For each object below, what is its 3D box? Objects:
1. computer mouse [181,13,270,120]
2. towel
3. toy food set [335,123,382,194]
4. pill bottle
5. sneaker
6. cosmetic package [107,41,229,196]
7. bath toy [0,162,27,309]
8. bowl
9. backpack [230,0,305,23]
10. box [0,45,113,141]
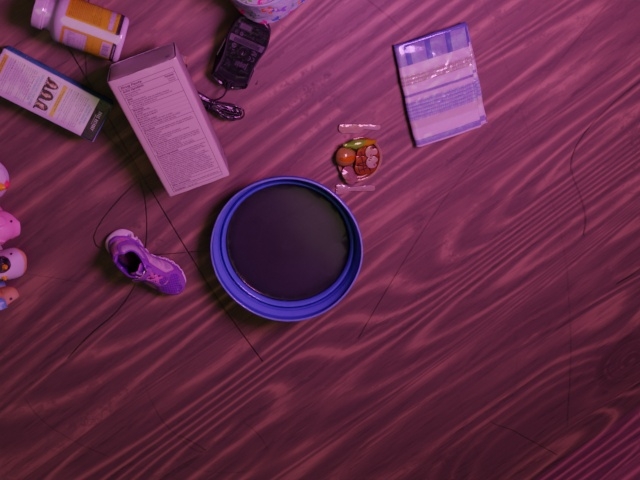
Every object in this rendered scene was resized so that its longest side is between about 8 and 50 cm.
[{"bbox_3d":[-0.235,-0.421,1.494,0.184,0.060,0.262,13,118,-21],"label":"computer mouse"},{"bbox_3d":[0.314,-0.400,1.668,0.209,0.034,0.284,-20,115,-4],"label":"towel"},{"bbox_3d":[0.103,-0.210,1.689,0.133,0.038,0.191,-5,115,-14],"label":"toy food set"},{"bbox_3d":[-0.512,-0.460,1.369,0.184,0.103,0.103,16,108,-22],"label":"pill bottle"},{"bbox_3d":[-0.443,0.074,1.628,0.095,0.104,0.236,-46,118,6],"label":"sneaker"},{"bbox_3d":[-0.339,-0.270,1.463,0.160,0.113,0.309,-19,126,0],"label":"cosmetic package"},{"bbox_3d":[-0.765,-0.016,1.483,0.152,0.129,0.348,2,112,-16],"label":"bath toy"},{"bbox_3d":[-0.087,0.018,1.667,0.392,0.077,0.390,0,108,0],"label":"bowl"},{"bbox_3d":[-0.104,-0.602,1.361,0.254,0.191,0.225,-37,84,8],"label":"backpack"},{"bbox_3d":[-0.599,-0.325,1.428,0.244,0.060,0.100,27,104,-25],"label":"box"}]
